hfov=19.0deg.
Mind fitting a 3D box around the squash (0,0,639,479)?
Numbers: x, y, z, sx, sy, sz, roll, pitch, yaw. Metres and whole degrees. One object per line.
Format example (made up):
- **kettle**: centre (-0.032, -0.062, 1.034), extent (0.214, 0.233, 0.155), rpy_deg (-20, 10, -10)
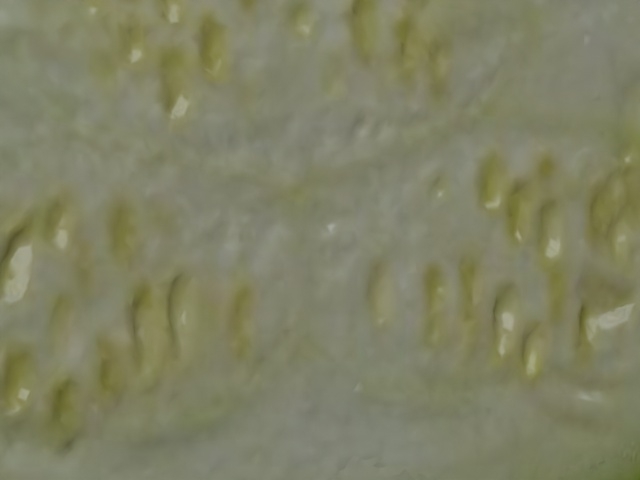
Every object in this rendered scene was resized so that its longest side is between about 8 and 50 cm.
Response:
- **squash**: centre (-0.003, -0.009, 0.389), extent (0.189, 0.189, 0.260), rpy_deg (-28, -10, 25)
